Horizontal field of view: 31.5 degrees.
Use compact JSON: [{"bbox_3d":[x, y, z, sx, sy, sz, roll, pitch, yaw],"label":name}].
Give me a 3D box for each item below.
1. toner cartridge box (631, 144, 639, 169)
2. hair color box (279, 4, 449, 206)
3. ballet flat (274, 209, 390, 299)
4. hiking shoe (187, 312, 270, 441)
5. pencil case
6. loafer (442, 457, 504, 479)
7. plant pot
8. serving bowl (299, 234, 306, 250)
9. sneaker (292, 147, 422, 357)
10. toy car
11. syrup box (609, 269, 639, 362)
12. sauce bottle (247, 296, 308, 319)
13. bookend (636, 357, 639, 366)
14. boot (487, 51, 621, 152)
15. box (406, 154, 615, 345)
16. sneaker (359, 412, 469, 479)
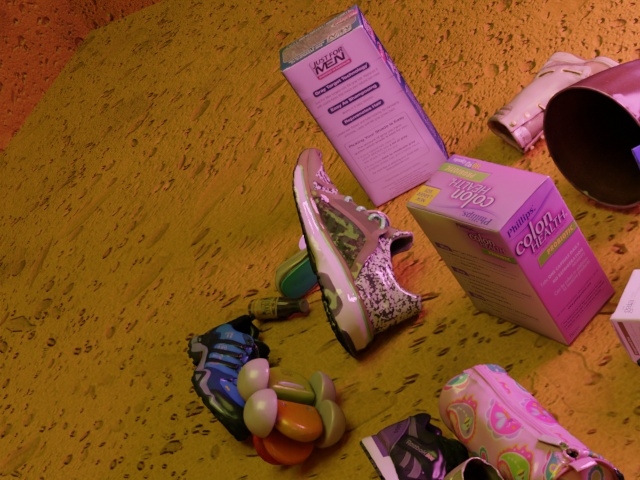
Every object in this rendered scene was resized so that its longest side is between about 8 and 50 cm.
[{"bbox_3d":[0.634,-0.130,1.590,0.348,0.165,0.075,-27,32,16],"label":"toner cartridge box"},{"bbox_3d":[0.087,-0.247,2.122,0.174,0.347,0.105,-28,32,14],"label":"hair color box"},{"bbox_3d":[0.018,0.016,2.109,0.248,0.086,0.086,-33,31,7],"label":"ballet flat"},{"bbox_3d":[-0.148,0.222,1.960,0.132,0.113,0.304,-36,31,3],"label":"hiking shoe"},{"bbox_3d":[0.267,0.265,1.474,0.124,0.124,0.284,-40,30,-5],"label":"pencil case"},{"bbox_3d":[0.221,0.365,1.354,0.102,0.092,0.268,-10,38,-28],"label":"loafer"},{"bbox_3d":[0.510,-0.200,1.801,0.230,0.215,0.215,-35,27,-27],"label":"plant pot"},{"bbox_3d":[0.000,0.000,2.191,0.083,0.027,0.083,-26,32,18],"label":"serving bowl"},{"bbox_3d":[0.067,0.003,1.971,0.182,0.158,0.410,-16,60,-3],"label":"sneaker"},{"bbox_3d":[-0.058,0.280,1.791,0.182,0.159,0.136,-112,40,-58],"label":"toy car"},{"bbox_3d":[0.510,0.103,1.470,0.237,0.096,0.093,-2,44,45],"label":"syrup box"},{"bbox_3d":[-0.077,0.123,2.092,0.128,0.042,0.042,-10,40,40],"label":"sauce bottle"},{"bbox_3d":[0.469,0.202,1.320,0.072,0.157,0.156,-39,30,-3],"label":"bookend"},{"bbox_3d":[0.428,-0.237,2.008,0.203,0.095,0.262,-42,29,-8],"label":"boot"},{"bbox_3d":[0.281,0.010,1.684,0.117,0.243,0.213,-46,31,-15],"label":"box"},{"bbox_3d":[0.154,0.324,1.535,0.124,0.107,0.283,-32,31,-3],"label":"sneaker"}]
